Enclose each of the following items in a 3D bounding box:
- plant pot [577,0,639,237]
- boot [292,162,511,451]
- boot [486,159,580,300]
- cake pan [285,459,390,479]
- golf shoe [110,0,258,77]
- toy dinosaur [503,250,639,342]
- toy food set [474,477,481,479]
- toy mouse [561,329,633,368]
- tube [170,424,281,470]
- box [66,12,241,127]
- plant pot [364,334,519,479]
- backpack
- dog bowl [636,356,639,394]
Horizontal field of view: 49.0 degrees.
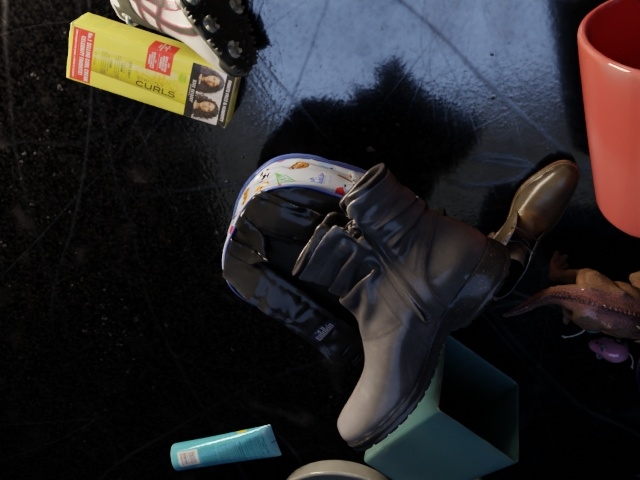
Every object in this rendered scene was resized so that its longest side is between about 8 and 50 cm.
[{"bbox_3d":[0.442,-0.142,0.836,0.275,0.274,0.243,-2,130,10],"label":"plant pot"},{"bbox_3d":[0.055,0.085,0.884,0.223,0.118,0.338,29,101,-10],"label":"boot"},{"bbox_3d":[0.302,-0.008,1.008,0.082,0.106,0.219,27,121,-8],"label":"boot"},{"bbox_3d":[0.041,0.548,1.409,0.293,0.054,0.293,4,121,6],"label":"cake pan"},{"bbox_3d":[-0.196,-0.314,0.921,0.273,0.105,0.120,48,131,-12],"label":"golf shoe"},{"bbox_3d":[0.418,0.096,0.984,0.296,0.200,0.127,7,104,6],"label":"toy dinosaur"},{"bbox_3d":[0.264,0.458,1.341,0.083,0.020,0.082,9,121,4],"label":"toy food set"},{"bbox_3d":[0.461,0.151,1.122,0.143,0.031,0.161,-9,119,14],"label":"toy mouse"},{"bbox_3d":[-0.185,0.405,1.365,0.207,0.052,0.080,-11,123,9],"label":"tube"},{"bbox_3d":[-0.229,-0.237,0.980,0.232,0.058,0.087,19,122,-2],"label":"box"},{"bbox_3d":[0.189,0.312,1.189,0.166,0.165,0.234,36,127,-13],"label":"plant pot"},{"bbox_3d":[0.000,0.000,0.998,0.264,0.213,0.276,20,115,-18],"label":"backpack"},{"bbox_3d":[0.629,0.228,1.070,0.265,0.104,0.264,4,134,4],"label":"dog bowl"}]
